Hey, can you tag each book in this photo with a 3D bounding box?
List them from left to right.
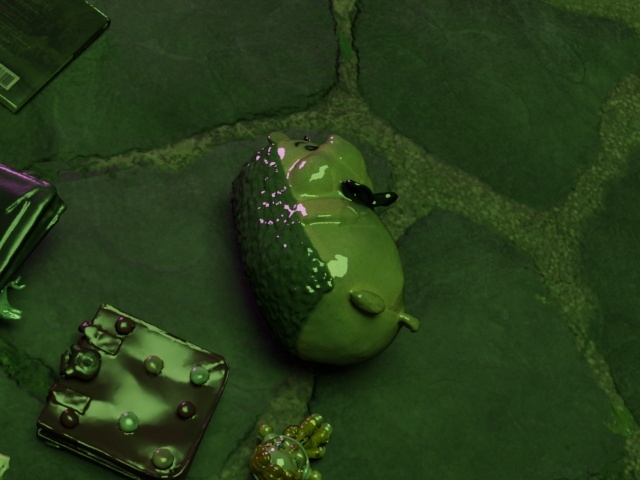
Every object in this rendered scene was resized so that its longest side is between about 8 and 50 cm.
[{"bbox_3d":[-0.443,-0.308,2.027,0.160,0.024,0.228,37,56,2],"label":"book"}]

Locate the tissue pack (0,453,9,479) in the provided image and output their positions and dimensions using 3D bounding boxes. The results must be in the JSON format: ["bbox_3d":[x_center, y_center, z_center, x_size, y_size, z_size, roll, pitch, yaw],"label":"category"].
[{"bbox_3d":[-0.570,0.341,1.515,0.376,0.195,0.390,19,57,0],"label":"tissue pack"}]

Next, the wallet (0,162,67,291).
[{"bbox_3d":[-0.466,0.004,1.791,0.169,0.052,0.245,24,66,19],"label":"wallet"}]

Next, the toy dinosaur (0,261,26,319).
[{"bbox_3d":[-0.462,0.039,1.816,0.187,0.044,0.106,29,59,4],"label":"toy dinosaur"}]

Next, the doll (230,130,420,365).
[{"bbox_3d":[0.000,0.000,1.891,0.247,0.247,0.349,-11,52,-24],"label":"doll"}]

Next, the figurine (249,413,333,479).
[{"bbox_3d":[-0.042,0.281,1.814,0.101,0.068,0.143,26,44,-8],"label":"figurine"}]

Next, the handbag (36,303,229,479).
[{"bbox_3d":[-0.244,0.203,1.778,0.216,0.074,0.203,26,56,-3],"label":"handbag"}]
